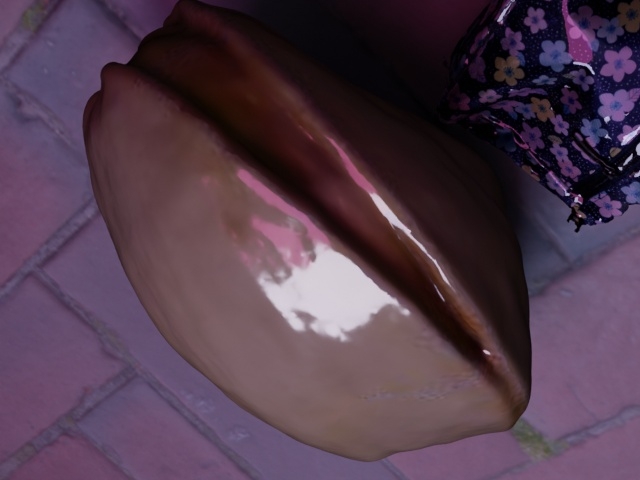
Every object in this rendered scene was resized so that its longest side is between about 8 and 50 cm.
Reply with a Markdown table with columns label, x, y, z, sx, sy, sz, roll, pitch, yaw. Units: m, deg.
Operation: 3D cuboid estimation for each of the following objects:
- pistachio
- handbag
| label | x | y | z | sx | sy | sz | roll | pitch | yaw |
| --- | --- | --- | --- | --- | --- | --- | --- | --- | --- |
| pistachio | 0.000 | 0.000 | 0.909 | 0.445 | 0.281 | 0.365 | 48 | 170 | -30 |
| handbag | 0.216 | -0.127 | 0.840 | 0.208 | 0.127 | 0.228 | 32 | 131 | -6 |
